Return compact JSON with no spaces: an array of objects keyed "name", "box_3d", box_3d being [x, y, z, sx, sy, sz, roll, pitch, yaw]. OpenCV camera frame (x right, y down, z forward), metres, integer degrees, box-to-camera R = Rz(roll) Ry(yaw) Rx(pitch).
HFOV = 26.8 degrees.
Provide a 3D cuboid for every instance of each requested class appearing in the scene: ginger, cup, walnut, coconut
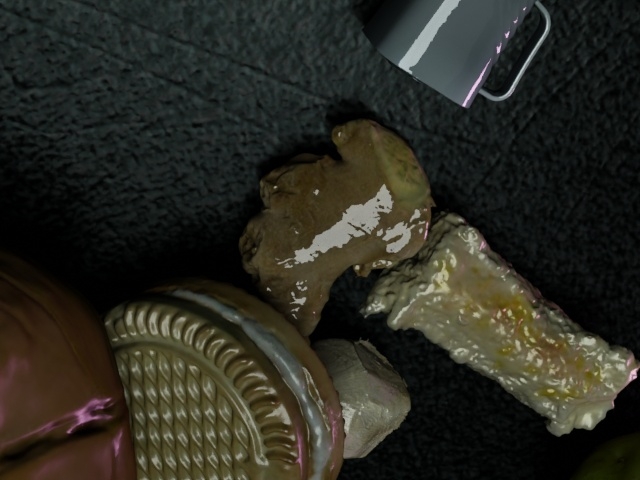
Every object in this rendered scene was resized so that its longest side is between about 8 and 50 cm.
[{"name":"ginger","box_3d":[-0.003,-0.004,1.148,0.213,0.074,0.137,-44,92,14]},{"name":"cup","box_3d":[0.120,-0.175,1.072,0.128,0.095,0.129,29,107,-21]},{"name":"walnut","box_3d":[-0.344,0.166,1.047,0.398,0.308,0.354,-4,88,6]},{"name":"coconut","box_3d":[0.017,0.139,1.191,0.110,0.110,0.124,-49,153,15]}]

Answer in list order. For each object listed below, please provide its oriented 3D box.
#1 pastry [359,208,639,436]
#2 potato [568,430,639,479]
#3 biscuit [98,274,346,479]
[{"name":"pastry","box_3d":[0.168,0.075,1.204,0.258,0.089,0.121,32,112,-23]},{"name":"potato","box_3d":[0.345,0.316,1.287,0.216,0.216,0.304,-28,107,5]},{"name":"biscuit","box_3d":[-0.102,0.150,1.148,0.259,0.079,0.259,14,121,25]}]
